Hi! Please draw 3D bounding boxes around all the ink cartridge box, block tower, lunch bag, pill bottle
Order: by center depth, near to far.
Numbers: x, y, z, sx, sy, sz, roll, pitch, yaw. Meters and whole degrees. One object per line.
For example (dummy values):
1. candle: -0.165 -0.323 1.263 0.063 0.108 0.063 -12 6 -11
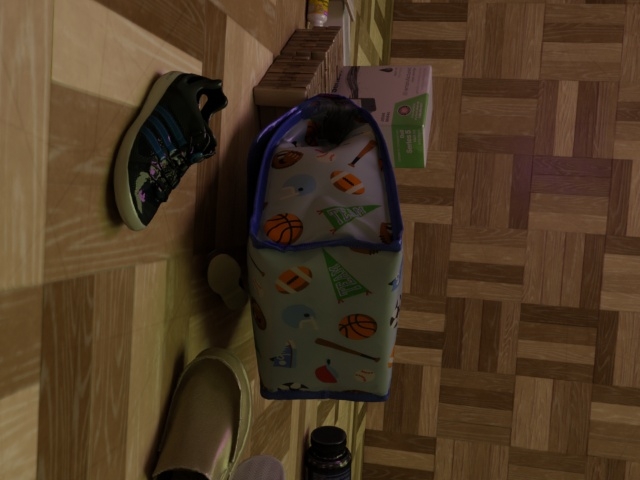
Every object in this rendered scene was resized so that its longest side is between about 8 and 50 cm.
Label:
1. lunch bag: 0.000 0.000 1.051 0.385 0.239 0.327 -87 180 -49
2. block tower: -0.031 -0.296 1.244 0.335 0.091 0.097 -69 160 -54
3. ink cartridge box: 0.083 -0.252 1.377 0.114 0.273 0.198 78 19 -48
4. pill bottle: -0.006 -0.485 1.428 0.043 0.044 0.083 -1 95 -79
5. pill bottle: 0.020 0.604 1.776 0.123 0.123 0.219 -52 144 -71

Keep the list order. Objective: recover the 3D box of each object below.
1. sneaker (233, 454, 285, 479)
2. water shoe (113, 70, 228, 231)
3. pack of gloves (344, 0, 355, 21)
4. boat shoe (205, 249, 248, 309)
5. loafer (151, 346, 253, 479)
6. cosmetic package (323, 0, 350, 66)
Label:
1. sneaker: -0.127 0.496 1.057 0.169 0.108 0.292 93 13 -45
2. water shoe: -0.152 -0.101 0.709 0.073 0.080 0.203 76 21 -58
3. pack of gloves: 0.018 -0.621 1.475 0.232 0.046 0.195 60 22 -51
4. boat shoe: -0.135 0.050 0.957 0.043 0.049 0.137 58 -9 31
5. loafer: -0.146 0.262 0.823 0.092 0.102 0.268 78 19 -74
6. cosmetic package: 0.035 -0.454 1.611 0.099 0.061 0.238 -72 162 -59
